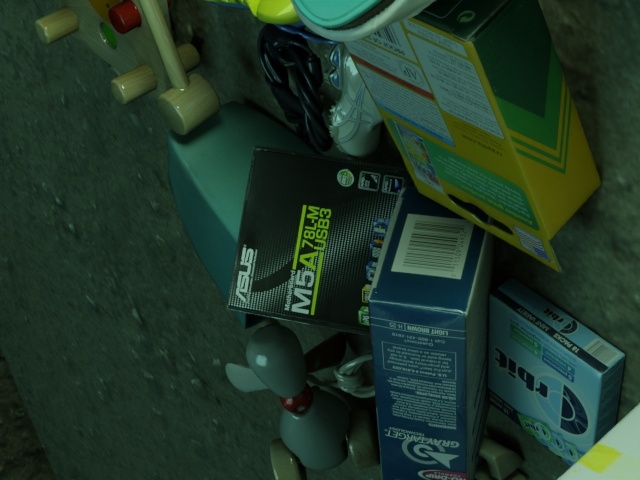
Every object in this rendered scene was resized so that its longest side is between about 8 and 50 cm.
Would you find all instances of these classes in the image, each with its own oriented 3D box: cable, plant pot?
[{"bbox_3d":[-0.025,-0.179,1.525,0.184,0.047,0.151,-135,23,-66],"label":"cable"},{"bbox_3d":[-0.089,-0.051,1.696,0.234,0.165,0.166,50,155,26],"label":"plant pot"}]

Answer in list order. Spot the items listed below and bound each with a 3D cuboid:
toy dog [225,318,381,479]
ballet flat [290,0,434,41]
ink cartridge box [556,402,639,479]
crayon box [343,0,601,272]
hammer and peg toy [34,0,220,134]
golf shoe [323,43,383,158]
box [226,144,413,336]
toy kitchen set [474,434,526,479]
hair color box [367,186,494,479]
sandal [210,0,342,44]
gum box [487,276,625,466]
[{"bbox_3d":[-0.020,0.204,1.875,0.334,0.220,0.161,97,165,-44],"label":"toy dog"},{"bbox_3d":[0.147,-0.277,0.974,0.400,0.139,0.139,-32,92,28],"label":"ballet flat"},{"bbox_3d":[0.320,0.302,1.124,0.279,0.384,0.160,32,149,41],"label":"ink cartridge box"},{"bbox_3d":[0.132,-0.129,1.228,0.203,0.083,0.323,33,163,40],"label":"crayon box"},{"bbox_3d":[-0.237,-0.305,1.694,0.361,0.127,0.266,37,147,35],"label":"hammer and peg toy"},{"bbox_3d":[0.055,-0.143,1.442,0.086,0.069,0.176,22,149,24],"label":"golf shoe"},{"bbox_3d":[0.000,0.000,1.510,0.184,0.191,0.045,11,-179,11],"label":"box"},{"bbox_3d":[0.168,0.349,1.697,0.122,0.166,0.207,25,141,50],"label":"toy kitchen set"},{"bbox_3d":[0.126,0.127,1.480,0.105,0.174,0.347,7,136,14],"label":"hair color box"},{"bbox_3d":[-0.041,-0.275,1.397,0.126,0.138,0.317,-63,36,14],"label":"sandal"},{"bbox_3d":[0.250,0.150,1.464,0.157,0.041,0.184,37,148,35],"label":"gum box"}]
